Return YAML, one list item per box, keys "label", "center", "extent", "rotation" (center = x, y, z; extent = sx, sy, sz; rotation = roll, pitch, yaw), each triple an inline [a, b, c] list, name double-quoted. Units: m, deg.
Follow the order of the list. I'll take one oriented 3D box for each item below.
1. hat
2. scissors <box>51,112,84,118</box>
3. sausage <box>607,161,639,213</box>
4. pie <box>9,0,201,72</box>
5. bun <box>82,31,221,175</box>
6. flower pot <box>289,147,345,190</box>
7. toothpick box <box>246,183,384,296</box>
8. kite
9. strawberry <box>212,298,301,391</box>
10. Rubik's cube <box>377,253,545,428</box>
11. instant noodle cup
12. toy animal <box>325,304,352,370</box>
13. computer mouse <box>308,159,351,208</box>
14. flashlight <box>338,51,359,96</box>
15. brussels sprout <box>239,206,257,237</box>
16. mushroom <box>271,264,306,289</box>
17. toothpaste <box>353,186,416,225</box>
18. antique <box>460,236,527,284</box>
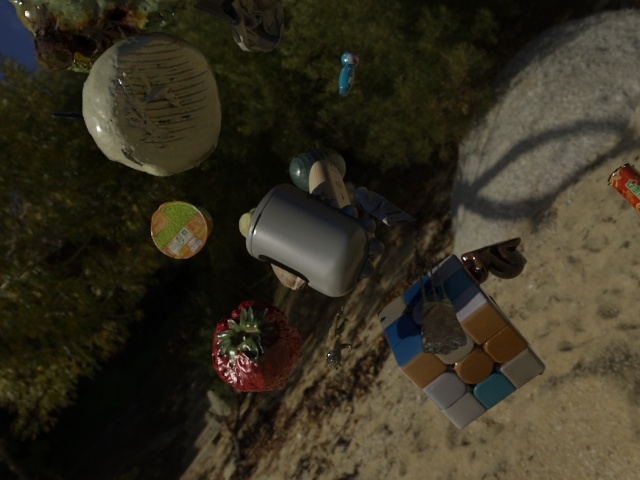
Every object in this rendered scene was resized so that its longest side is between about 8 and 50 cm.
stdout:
- label: "hat"
  center: [-0.209, -0.546, 1.410]
  extent: [0.149, 0.244, 0.214]
  rotation: [86, -151, -53]
- label: "scissors"
  center: [-0.613, -0.352, 1.721]
  extent: [0.024, 0.317, 0.160]
  rotation: [95, 178, -48]
- label: "sausage"
  center: [0.834, -0.087, 1.500]
  extent: [0.083, 0.264, 0.083]
  rotation: [-14, -42, -13]
- label: "pie"
  center: [-0.447, -0.561, 1.255]
  extent: [0.417, 0.395, 0.180]
  rotation: [-31, -15, -7]
- label: "bun"
  center: [-0.317, -0.252, 1.129]
  extent: [0.168, 0.273, 0.273]
  rotation: [7, 50, 50]
- label: "flower pot"
  center: [-0.011, -0.279, 2.369]
  extent: [0.242, 0.157, 0.189]
  rotation: [-16, 6, -39]
- label: "toothpick box"
  center: [0.000, 0.000, 1.488]
  extent: [0.229, 0.316, 0.229]
  rotation: [-52, -21, -30]
- label: "kite"
  center: [0.259, 0.145, 1.359]
  extent: [0.127, 0.230, 0.016]
  rotation: [-9, -10, -31]
- label: "strawberry"
  center: [-0.169, 0.314, 1.695]
  extent: [0.257, 0.257, 0.277]
  rotation: [-51, -38, -10]
- label: "Rubik's cube"
  center: [0.442, 0.318, 1.943]
  extent: [0.347, 0.344, 0.347]
  rotation: [-40, 21, 9]
- label: "instant noodle cup"
  center: [-0.392, -0.041, 1.765]
  extent: [0.168, 0.168, 0.185]
  rotation: [-52, 3, 6]
- label: "toy animal"
  center: [0.062, 0.318, 1.989]
  extent: [0.086, 0.069, 0.220]
  rotation: [-10, 61, 46]
- label: "computer mouse"
  center: [0.029, -0.106, 1.663]
  extent: [0.081, 0.237, 0.145]
  rotation: [-19, -9, 19]
- label: "flashlight"
  center: [0.075, -0.467, 1.686]
  extent: [0.051, 0.051, 0.129]
  rotation: [106, 176, -84]
- label: "brussels sprout"
  center: [-0.194, -0.044, 2.471]
  extent: [0.210, 0.271, 0.220]
  rotation: [34, 108, 65]
- label: "mushroom"
  center: [-0.024, 0.029, 1.865]
  extent: [0.290, 0.297, 0.297]
  rotation: [-44, -5, -28]
- label: "toothpaste"
  center: [0.189, -0.100, 1.879]
  extent: [0.096, 0.266, 0.061]
  rotation: [-14, -62, -22]
- label: "antique"
  center: [0.634, 0.088, 2.221]
  extent: [0.256, 0.144, 0.121]
  rotation: [-15, 1, -12]
